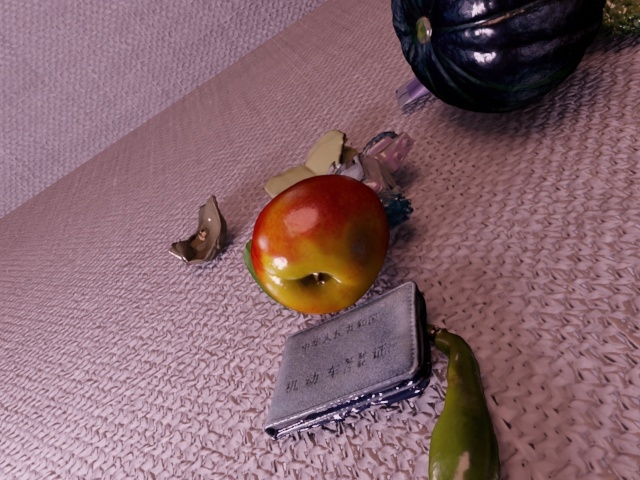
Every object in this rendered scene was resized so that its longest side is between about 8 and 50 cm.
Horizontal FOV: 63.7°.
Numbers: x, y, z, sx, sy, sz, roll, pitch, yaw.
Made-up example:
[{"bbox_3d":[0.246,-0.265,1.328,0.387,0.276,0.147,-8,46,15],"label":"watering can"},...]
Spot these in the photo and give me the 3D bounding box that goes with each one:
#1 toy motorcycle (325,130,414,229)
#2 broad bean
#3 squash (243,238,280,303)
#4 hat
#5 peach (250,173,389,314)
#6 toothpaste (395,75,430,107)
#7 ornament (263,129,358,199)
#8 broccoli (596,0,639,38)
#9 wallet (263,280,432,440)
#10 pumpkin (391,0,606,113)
[{"bbox_3d":[0.093,-0.077,0.833,0.204,0.108,0.239,19,86,55],"label":"toy motorcycle"},{"bbox_3d":[0.128,0.195,0.510,0.098,0.056,0.318,-41,21,24],"label":"broad bean"},{"bbox_3d":[-0.076,0.046,0.851,0.077,0.068,0.219,-23,30,-14],"label":"squash"},{"bbox_3d":[-0.244,-0.013,1.086,0.147,0.085,0.175,-54,14,-9],"label":"hat"},{"bbox_3d":[0.000,0.000,0.705,0.190,0.190,0.192,-23,26,17],"label":"peach"},{"bbox_3d":[0.318,-0.390,1.054,0.371,0.080,0.125,-27,27,17],"label":"toothpaste"},{"bbox_3d":[-0.009,-0.129,1.029,0.201,0.059,0.180,-39,35,-2],"label":"ornament"},{"bbox_3d":[0.502,-0.436,0.843,0.194,0.194,0.219,-36,27,-2],"label":"broccoli"},{"bbox_3d":[0.033,0.143,0.636,0.222,0.036,0.167,-26,27,24],"label":"wallet"},{"bbox_3d":[0.271,-0.391,0.834,0.266,0.363,0.363,-24,33,-6],"label":"pumpkin"}]
